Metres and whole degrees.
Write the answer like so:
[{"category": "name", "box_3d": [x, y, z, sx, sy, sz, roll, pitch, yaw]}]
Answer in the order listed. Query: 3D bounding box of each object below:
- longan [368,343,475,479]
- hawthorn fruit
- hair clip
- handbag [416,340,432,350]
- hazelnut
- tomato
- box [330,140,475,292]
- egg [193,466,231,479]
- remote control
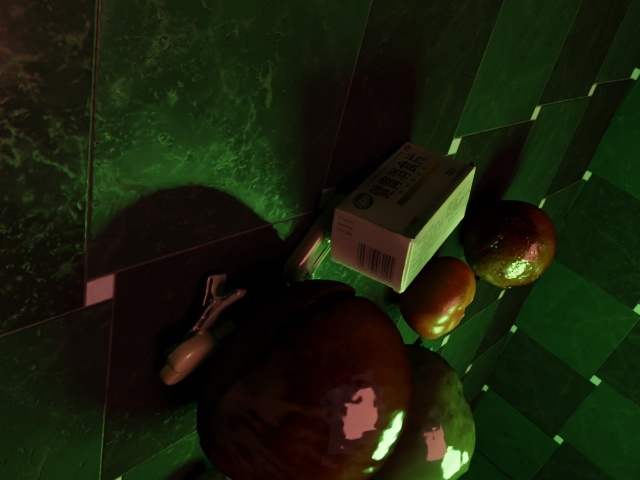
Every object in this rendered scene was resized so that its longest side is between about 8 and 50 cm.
[{"category": "longan", "box_3d": [0.232, 0.519, 1.699, 0.404, 0.404, 0.436, -40, 116, -26]}, {"category": "hawthorn fruit", "box_3d": [0.611, 0.006, 1.878, 0.316, 0.316, 0.316, -36, 145, -31]}, {"category": "hair clip", "box_3d": [-0.209, 0.165, 1.048, 0.218, 0.071, 0.159, -55, 163, 6]}, {"category": "handbag", "box_3d": [0.323, 0.534, 2.151, 0.268, 0.100, 0.274, -42, 148, -22]}, {"category": "hazelnut", "box_3d": [-0.018, 0.297, 1.128, 0.429, 0.402, 0.402, -49, 152, 14]}, {"category": "tomato", "box_3d": [0.343, 0.168, 1.740, 0.259, 0.180, 0.260, -36, 147, -28]}, {"category": "box", "box_3d": [0.178, -0.063, 1.226, 0.333, 0.173, 0.145, -44, 149, -41]}, {"category": "egg", "box_3d": [-0.247, 0.606, 1.343, 0.141, 0.141, 0.182, 12, 98, -59]}, {"category": "remote control", "box_3d": [0.000, 0.000, 1.208, 0.221, 0.042, 0.078, -53, 149, -8]}]
